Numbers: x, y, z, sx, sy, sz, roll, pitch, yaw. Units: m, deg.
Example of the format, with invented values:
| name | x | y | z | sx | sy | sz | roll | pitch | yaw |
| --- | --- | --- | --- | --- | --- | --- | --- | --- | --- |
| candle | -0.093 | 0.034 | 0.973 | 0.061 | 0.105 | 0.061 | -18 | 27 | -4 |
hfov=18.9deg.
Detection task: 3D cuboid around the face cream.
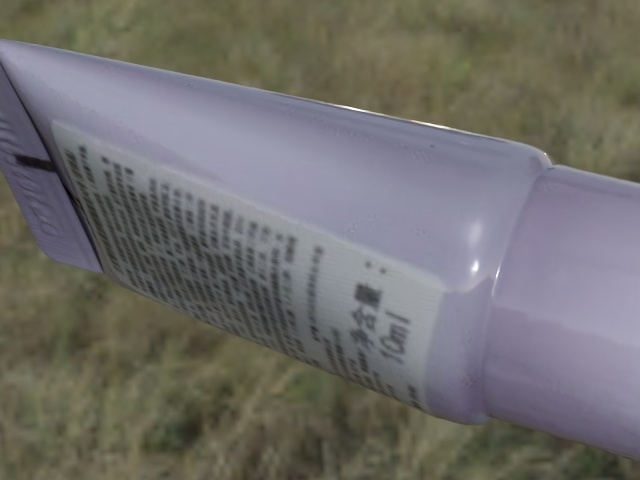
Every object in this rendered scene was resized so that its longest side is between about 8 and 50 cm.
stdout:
| name | x | y | z | sx | sy | sz | roll | pitch | yaw |
| --- | --- | --- | --- | --- | --- | --- | --- | --- | --- |
| face cream | 0.000 | 0.000 | 0.676 | 0.274 | 0.154 | 0.096 | 15 | 65 | 19 |
